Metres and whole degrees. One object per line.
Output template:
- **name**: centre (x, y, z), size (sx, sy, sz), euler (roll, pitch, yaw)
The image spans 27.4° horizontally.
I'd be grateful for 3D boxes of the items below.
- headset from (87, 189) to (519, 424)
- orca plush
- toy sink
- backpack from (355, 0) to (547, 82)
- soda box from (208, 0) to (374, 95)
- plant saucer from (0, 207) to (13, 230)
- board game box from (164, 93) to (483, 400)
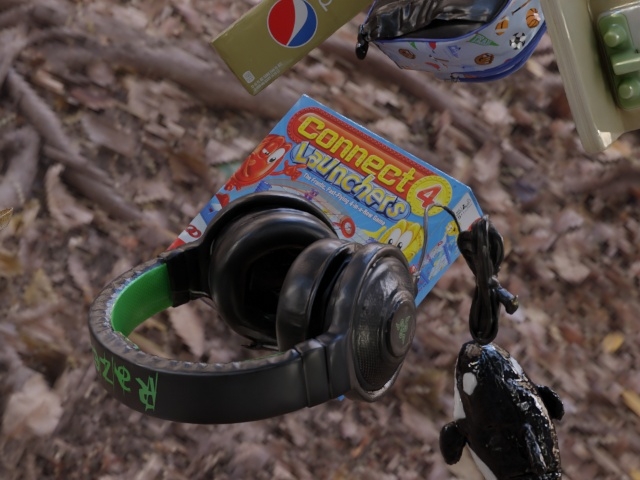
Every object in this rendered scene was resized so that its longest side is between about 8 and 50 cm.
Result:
- **headset**: centre (-0.001, 0.068, 1.128), size (0.394, 0.185, 0.243), euler (-20, 29, -27)
- **orca plush**: centre (0.218, 0.258, 1.494), size (0.151, 0.287, 0.102), euler (-3, 8, -8)
- **toy sink**: centre (0.287, -0.183, 1.067), size (0.234, 0.131, 0.153), euler (-35, 110, -56)
- **backpack**: centre (0.225, -0.354, 1.945), size (0.213, 0.276, 0.263), euler (29, -9, -36)
- **soda box**: centre (-0.004, -0.197, 1.084), size (0.058, 0.181, 0.061), euler (51, 0, -11)
- **plant saucer**: centre (-0.364, -0.010, 1.407), size (0.015, 0.083, 0.083), euler (64, 33, -12)
- **board game box**: centre (0.000, 0.000, 1.699), size (0.308, 0.302, 0.086), euler (32, -13, 34)
